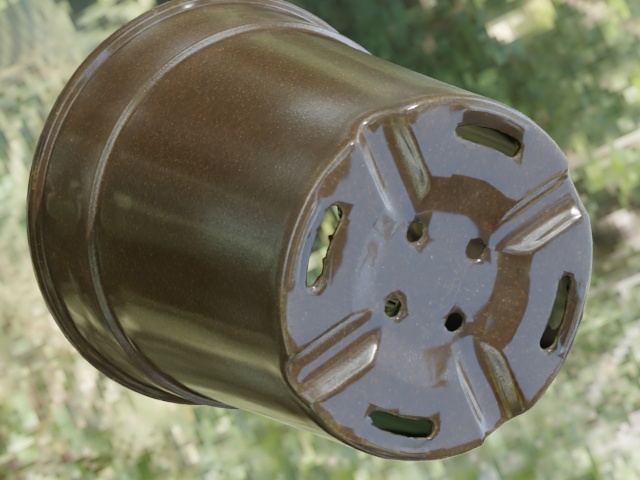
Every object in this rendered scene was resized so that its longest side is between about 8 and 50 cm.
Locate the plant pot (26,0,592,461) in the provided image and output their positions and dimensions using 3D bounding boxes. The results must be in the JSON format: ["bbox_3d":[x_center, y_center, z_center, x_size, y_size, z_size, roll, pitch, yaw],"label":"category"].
[{"bbox_3d":[0.000,0.000,0.702,0.165,0.167,0.167,22,-31,58],"label":"plant pot"}]
